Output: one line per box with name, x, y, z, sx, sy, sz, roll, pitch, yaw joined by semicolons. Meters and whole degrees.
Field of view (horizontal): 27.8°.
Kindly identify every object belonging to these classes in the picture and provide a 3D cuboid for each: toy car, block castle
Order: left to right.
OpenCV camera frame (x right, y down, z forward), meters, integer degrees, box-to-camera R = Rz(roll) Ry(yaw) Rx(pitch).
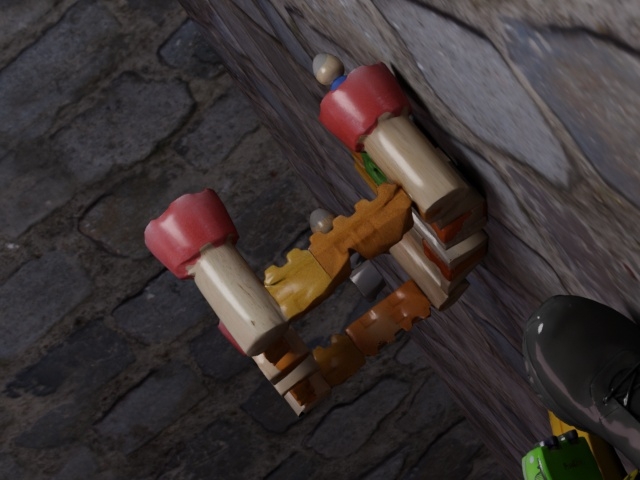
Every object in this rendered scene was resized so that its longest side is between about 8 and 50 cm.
block castle;0.000;0.000;1.417;0.213;0.303;0.453;52;175;17
toy car;0.237;0.202;1.173;0.225;0.053;0.239;1;-118;-54

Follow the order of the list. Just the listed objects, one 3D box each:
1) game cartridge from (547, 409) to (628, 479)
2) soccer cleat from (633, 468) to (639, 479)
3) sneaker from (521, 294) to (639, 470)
game cartridge;0.335;0.326;1.426;0.324;0.052;0.285;61;-168;-12
soccer cleat;0.329;0.220;1.170;0.179;0.072;0.060;51;154;9
sneaker;0.285;0.150;1.054;0.286;0.109;0.130;43;171;-8
